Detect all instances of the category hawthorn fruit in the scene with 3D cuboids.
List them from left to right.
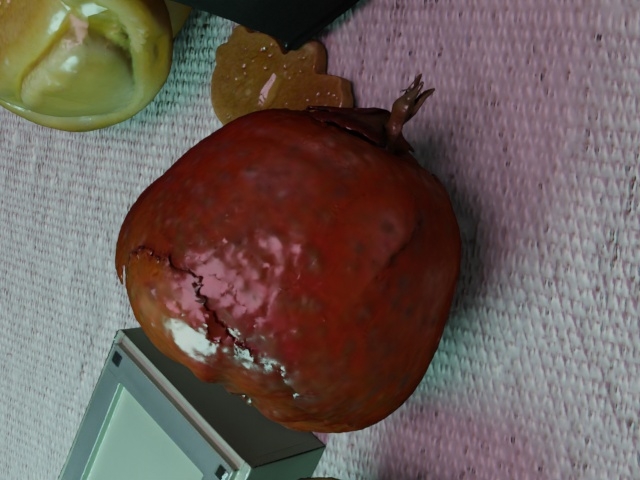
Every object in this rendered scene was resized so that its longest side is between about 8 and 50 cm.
[{"bbox_3d":[0.000,0.000,0.747,0.276,0.276,0.307,43,98,30],"label":"hawthorn fruit"}]

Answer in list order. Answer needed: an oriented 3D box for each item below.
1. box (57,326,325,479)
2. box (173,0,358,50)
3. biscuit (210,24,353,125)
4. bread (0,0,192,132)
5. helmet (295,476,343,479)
[{"bbox_3d":[-0.149,0.240,0.948,0.225,0.117,0.225,37,113,33],"label":"box"},{"bbox_3d":[-0.050,-0.390,0.791,0.251,0.204,0.345,-31,72,30],"label":"box"},{"bbox_3d":[-0.045,-0.139,0.914,0.184,0.027,0.134,20,97,36],"label":"biscuit"},{"bbox_3d":[-0.256,-0.261,0.982,0.315,0.211,0.270,-19,87,46],"label":"bread"},{"bbox_3d":[0.050,0.310,0.781,0.198,0.130,0.224,-51,51,23],"label":"helmet"}]
